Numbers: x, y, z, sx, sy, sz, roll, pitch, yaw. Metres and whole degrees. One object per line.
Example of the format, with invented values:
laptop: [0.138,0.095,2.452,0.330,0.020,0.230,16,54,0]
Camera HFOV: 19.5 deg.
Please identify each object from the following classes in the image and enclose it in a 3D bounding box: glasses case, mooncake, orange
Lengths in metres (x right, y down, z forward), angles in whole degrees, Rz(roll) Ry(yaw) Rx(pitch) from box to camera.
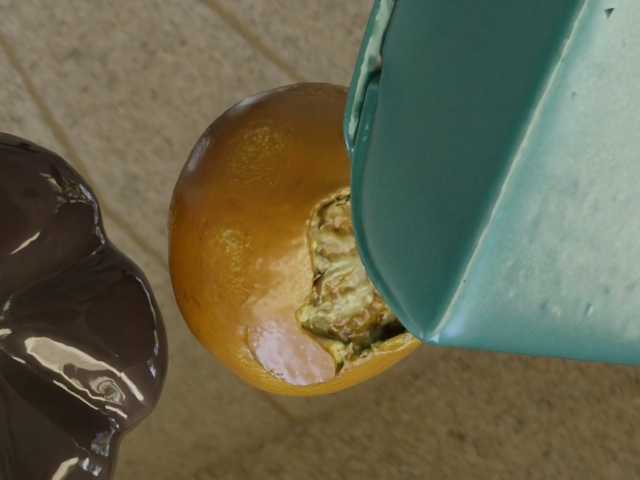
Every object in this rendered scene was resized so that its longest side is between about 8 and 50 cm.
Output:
glasses case: [0.151,-0.026,0.418,0.070,0.301,0.117,48,-57,49]
mooncake: [-0.201,0.052,0.946,0.244,0.133,0.245,7,-107,-23]
orange: [0.000,0.000,0.908,0.134,0.154,0.155,2,-111,31]
